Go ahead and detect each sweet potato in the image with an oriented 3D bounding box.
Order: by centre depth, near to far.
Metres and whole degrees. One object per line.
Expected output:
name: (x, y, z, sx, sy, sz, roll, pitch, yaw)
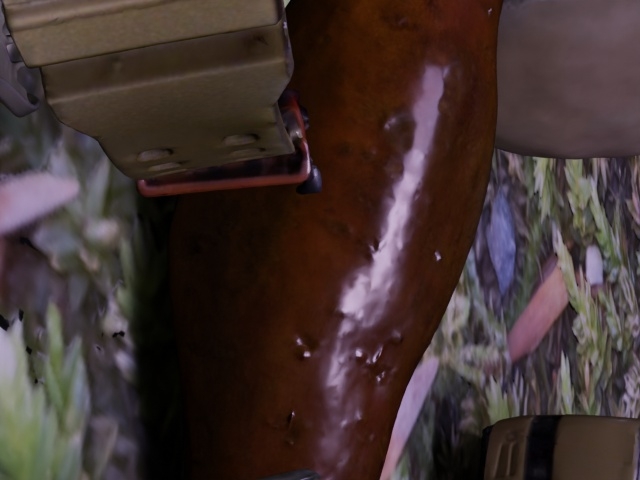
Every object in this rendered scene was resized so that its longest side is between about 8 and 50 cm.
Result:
sweet potato: (0.001, -0.005, 0.558, 0.112, 0.112, 0.359, 32, 76, -58)

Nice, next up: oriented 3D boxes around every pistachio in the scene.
pistachio: (0.148, -0.127, 0.778, 0.288, 0.197, 0.166, -6, 88, -53)

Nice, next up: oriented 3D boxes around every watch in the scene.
watch: (-0.040, -0.091, 0.423, 0.268, 0.102, 0.165, 73, 9, -72)

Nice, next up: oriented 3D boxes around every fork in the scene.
fork: (-0.080, -0.040, 0.347, 0.219, 0.028, 0.034, -143, -135, -76)

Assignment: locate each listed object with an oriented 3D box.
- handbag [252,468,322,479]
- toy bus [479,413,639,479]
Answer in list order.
handbag: (-0.003, 0.244, 0.386, 0.327, 0.162, 0.325, 50, 53, -60)
toy bus: (0.216, 0.214, 0.858, 0.365, 0.201, 0.177, 37, 54, -56)
